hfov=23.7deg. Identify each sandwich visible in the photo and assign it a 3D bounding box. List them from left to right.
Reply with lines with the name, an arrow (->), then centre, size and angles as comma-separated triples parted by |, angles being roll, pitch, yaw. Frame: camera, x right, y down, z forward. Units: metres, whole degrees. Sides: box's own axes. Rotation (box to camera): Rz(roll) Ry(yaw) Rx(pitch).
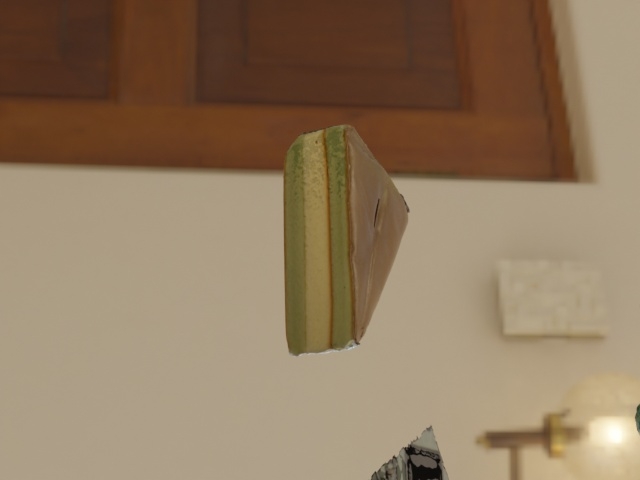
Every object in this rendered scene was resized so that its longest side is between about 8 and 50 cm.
sandwich -> 0.000, 0.000, 1.276 | 0.113, 0.079, 0.163 | 54, 42, -31

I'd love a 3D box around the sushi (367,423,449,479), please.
sushi -> 0.088, 0.301, 1.035 | 0.294, 0.059, 0.292 | -26, 100, -61

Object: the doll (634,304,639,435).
doll -> 0.318, 0.083, 1.149 | 0.059, 0.158, 0.159 | 43, 56, -55
